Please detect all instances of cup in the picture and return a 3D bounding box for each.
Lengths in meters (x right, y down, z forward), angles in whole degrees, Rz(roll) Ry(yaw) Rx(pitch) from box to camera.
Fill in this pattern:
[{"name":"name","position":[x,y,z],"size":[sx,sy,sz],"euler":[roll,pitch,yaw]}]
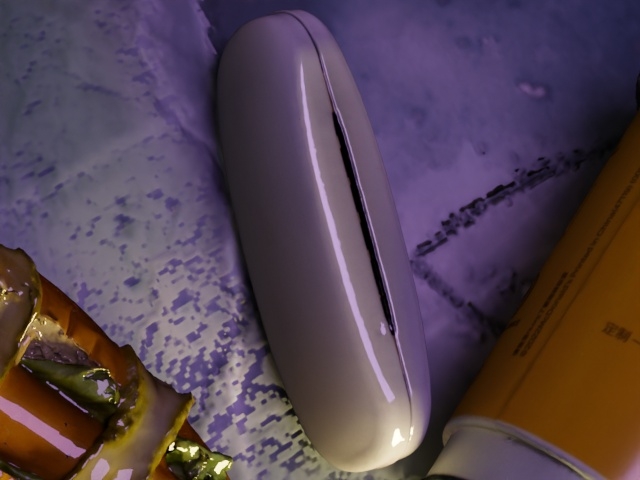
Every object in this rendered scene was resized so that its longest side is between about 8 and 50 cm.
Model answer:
[{"name":"cup","position":[0.175,0.040,0.776],"size":[0.196,0.196,0.280],"euler":[43,71,-13]}]

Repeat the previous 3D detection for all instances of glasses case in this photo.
[{"name":"glasses case","position":[0.000,0.000,0.747],"size":[0.049,0.076,0.197],"euler":[-12,84,-30]}]

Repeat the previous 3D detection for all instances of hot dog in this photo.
[{"name":"hot dog","position":[-0.126,0.063,0.672],"size":[0.269,0.072,0.109],"euler":[37,67,-14]}]
